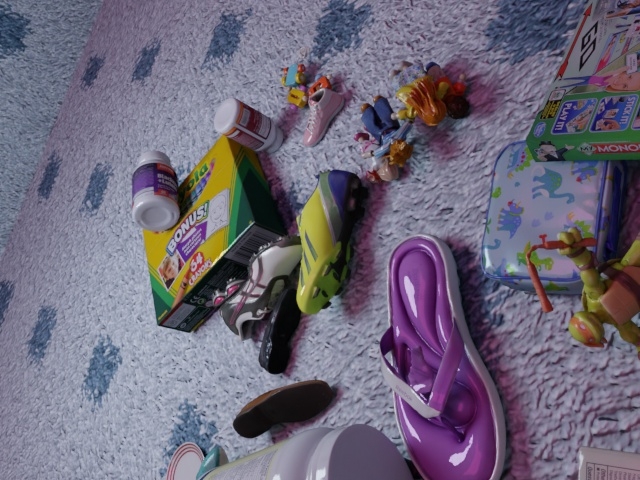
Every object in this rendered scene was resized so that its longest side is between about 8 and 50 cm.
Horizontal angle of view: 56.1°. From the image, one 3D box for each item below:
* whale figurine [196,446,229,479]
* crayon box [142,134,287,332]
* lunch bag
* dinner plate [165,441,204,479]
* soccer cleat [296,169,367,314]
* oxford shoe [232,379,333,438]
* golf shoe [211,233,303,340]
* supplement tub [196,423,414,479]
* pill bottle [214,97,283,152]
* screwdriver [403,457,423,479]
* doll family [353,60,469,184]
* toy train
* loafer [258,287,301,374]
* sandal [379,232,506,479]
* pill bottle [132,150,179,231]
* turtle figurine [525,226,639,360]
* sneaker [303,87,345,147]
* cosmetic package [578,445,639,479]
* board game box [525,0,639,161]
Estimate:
[{"bbox_3d":[-0.213,0.516,1.086,0.272,0.141,0.216,-104,31,-46],"label":"whale figurine"},{"bbox_3d":[-0.267,-0.018,1.416,0.363,0.106,0.313,-44,47,23],"label":"crayon box"},{"bbox_3d":[0.325,-0.034,0.836,0.176,0.090,0.219,-2,71,45],"label":"lunch bag"},{"bbox_3d":[-0.280,0.499,1.265,0.141,0.017,0.141,-20,59,37],"label":"dinner plate"},{"bbox_3d":[0.001,0.000,1.136,0.121,0.093,0.289,8,71,27],"label":"soccer cleat"},{"bbox_3d":[-0.067,0.293,1.109,0.212,0.076,0.076,-25,16,24],"label":"oxford shoe"},{"bbox_3d":[-0.105,0.093,1.227,0.273,0.105,0.120,-44,62,30],"label":"golf shoe"},{"bbox_3d":[-0.038,0.419,0.893,0.324,0.235,0.235,-32,52,31],"label":"supplement tub"},{"bbox_3d":[-0.162,-0.259,1.382,0.086,0.152,0.086,-21,58,38],"label":"pill bottle"},{"bbox_3d":[0.172,0.349,0.872,0.170,0.024,0.025,5,105,45],"label":"screwdriver"},{"bbox_3d":[0.144,-0.216,1.079,0.263,0.118,0.163,-44,47,23],"label":"doll family"},{"bbox_3d":[-0.026,-0.360,1.374,0.125,0.046,0.166,-41,51,24],"label":"toy train"},{"bbox_3d":[-0.087,0.174,1.184,0.061,0.062,0.170,7,77,52],"label":"loafer"},{"bbox_3d":[0.152,0.172,0.909,0.169,0.102,0.416,-32,51,32],"label":"sandal"},{"bbox_3d":[-0.397,-0.125,1.446,0.108,0.108,0.194,-40,44,26],"label":"pill bottle"},{"bbox_3d":[0.373,0.062,0.708,0.217,0.269,0.087,-41,6,-2],"label":"turtle figurine"},{"bbox_3d":[-0.011,-0.269,1.297,0.134,0.070,0.051,-53,46,15],"label":"sneaker"},{"bbox_3d":[0.420,0.301,0.576,0.309,0.113,0.160,-6,69,43],"label":"cosmetic package"},{"bbox_3d":[0.428,-0.239,0.790,0.213,0.046,0.317,5,58,46],"label":"board game box"}]
